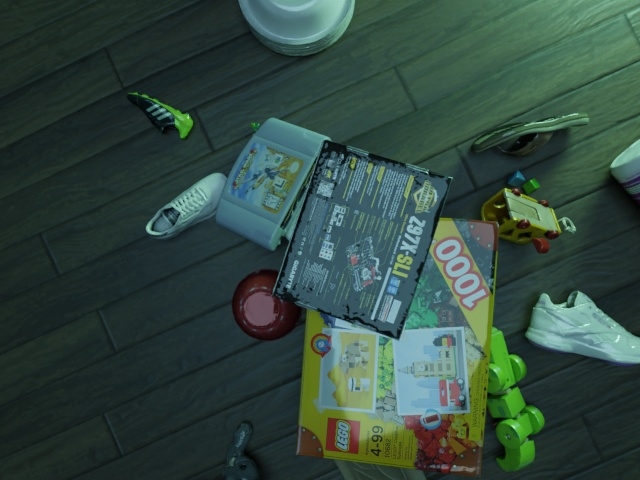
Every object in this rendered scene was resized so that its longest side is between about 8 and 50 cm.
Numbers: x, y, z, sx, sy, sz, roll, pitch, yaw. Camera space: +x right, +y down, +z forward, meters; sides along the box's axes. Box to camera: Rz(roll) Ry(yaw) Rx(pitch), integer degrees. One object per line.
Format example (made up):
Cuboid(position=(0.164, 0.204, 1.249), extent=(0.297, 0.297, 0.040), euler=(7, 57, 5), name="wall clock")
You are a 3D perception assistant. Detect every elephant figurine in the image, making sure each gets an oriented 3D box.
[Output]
Cuboid(position=(-0.199, 0.603, 1.320), extent=(0.239, 0.169, 0.186), euler=(-39, 117, -13), name="elephant figurine")

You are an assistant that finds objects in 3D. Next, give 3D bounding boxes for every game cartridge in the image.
Cuboid(position=(-0.122, -0.142, 1.310), extent=(0.198, 0.062, 0.297), euler=(25, 84, 22), name="game cartridge")

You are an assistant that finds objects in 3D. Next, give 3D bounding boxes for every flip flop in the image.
Cuboid(position=(0.502, -0.244, 1.314), extent=(0.277, 0.112, 0.080), euler=(-12, 103, -2), name="flip flop")

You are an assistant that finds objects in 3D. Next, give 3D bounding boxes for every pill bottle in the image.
Cuboid(position=(0.828, -0.104, 1.256), extent=(0.169, 0.169, 0.301), euler=(-40, 88, 2), name="pill bottle")

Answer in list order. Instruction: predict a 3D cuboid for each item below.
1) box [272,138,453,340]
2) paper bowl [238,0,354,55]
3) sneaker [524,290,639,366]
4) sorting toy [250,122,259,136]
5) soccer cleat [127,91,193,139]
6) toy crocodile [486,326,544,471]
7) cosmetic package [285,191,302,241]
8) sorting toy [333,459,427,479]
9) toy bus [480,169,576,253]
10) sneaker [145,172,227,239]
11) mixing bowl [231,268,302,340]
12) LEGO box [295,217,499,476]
Cuboid(position=(0.079, -0.004, 1.059), extent=(0.257, 0.079, 0.322), euler=(18, 90, 6), name="box")
Cuboid(position=(-0.058, -0.602, 1.318), extent=(0.284, 0.148, 0.284), euler=(0, 89, 2), name="paper bowl")
Cuboid(position=(0.646, 0.204, 1.288), extent=(0.305, 0.114, 0.152), euler=(11, 91, 3), name="sneaker")
Cuboid(position=(-0.138, -0.267, 1.385), extent=(0.062, 0.012, 0.083), euler=(-33, 89, 3), name="sorting toy")
Cuboid(position=(-0.407, -0.313, 1.377), extent=(0.179, 0.060, 0.072), euler=(25, 92, 0), name="soccer cleat")
Cuboid(position=(0.434, 0.375, 1.309), extent=(0.115, 0.105, 0.341), euler=(-16, 87, -39), name="toy crocodile")
Cuboid(position=(0.000, 0.000, 1.340), extent=(0.117, 0.085, 0.231), euler=(-42, 86, 3), name="cosmetic package")
Cuboid(position=(0.158, 0.567, 1.284), extent=(0.229, 0.041, 0.307), euler=(1, 129, 35), name="sorting toy")
Cuboid(position=(0.476, -0.042, 1.304), extent=(0.202, 0.191, 0.104), euler=(51, 135, 3), name="toy bus")
Cuboid(position=(-0.322, -0.081, 1.353), extent=(0.235, 0.095, 0.090), euler=(-40, 86, 0), name="sneaker")
Cuboid(position=(-0.137, 0.162, 1.339), extent=(0.181, 0.098, 0.181), euler=(0, 90, 4), name="mixing bowl")
Cuboid(position=(0.160, 0.198, 1.178), extent=(0.372, 0.193, 0.500), euler=(4, 89, 7), name="LEGO box")
